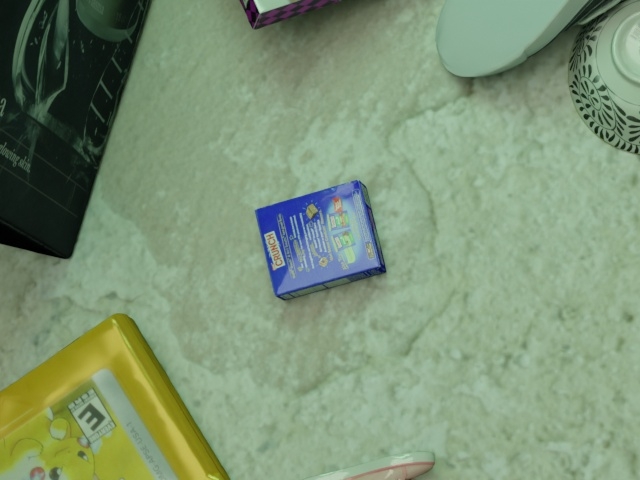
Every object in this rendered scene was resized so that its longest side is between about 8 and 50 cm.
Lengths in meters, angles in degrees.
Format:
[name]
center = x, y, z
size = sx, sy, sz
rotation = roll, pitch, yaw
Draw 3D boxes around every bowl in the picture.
[bowl]
center = 0.313, -0.171, 1.797
size = 0.170, 0.080, 0.170
rotation = -2, 78, 11

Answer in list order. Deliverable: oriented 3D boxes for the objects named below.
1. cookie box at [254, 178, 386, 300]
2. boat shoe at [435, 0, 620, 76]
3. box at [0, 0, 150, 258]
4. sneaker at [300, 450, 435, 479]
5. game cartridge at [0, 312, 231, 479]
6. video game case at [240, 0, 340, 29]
[cookie box]
center = 0.000, 0.000, 1.853
size = 0.107, 0.040, 0.091
rotation = -15, 76, 9
[boat shoe]
center = 0.235, -0.249, 1.798
size = 0.301, 0.102, 0.108
rotation = -41, 61, 36
[box]
center = -0.360, -0.275, 1.765
size = 0.297, 0.480, 0.471
rotation = 13, 82, 13
[sneaker]
center = 0.049, 0.240, 1.789
size = 0.134, 0.051, 0.070
rotation = -17, 77, 12
[game cartridge]
center = -0.222, 0.278, 1.842
size = 0.285, 0.053, 0.323
rotation = -35, 72, 4
[video game case]
center = -0.003, -0.333, 1.873
size = 0.232, 0.042, 0.210
rotation = -20, 75, -19
